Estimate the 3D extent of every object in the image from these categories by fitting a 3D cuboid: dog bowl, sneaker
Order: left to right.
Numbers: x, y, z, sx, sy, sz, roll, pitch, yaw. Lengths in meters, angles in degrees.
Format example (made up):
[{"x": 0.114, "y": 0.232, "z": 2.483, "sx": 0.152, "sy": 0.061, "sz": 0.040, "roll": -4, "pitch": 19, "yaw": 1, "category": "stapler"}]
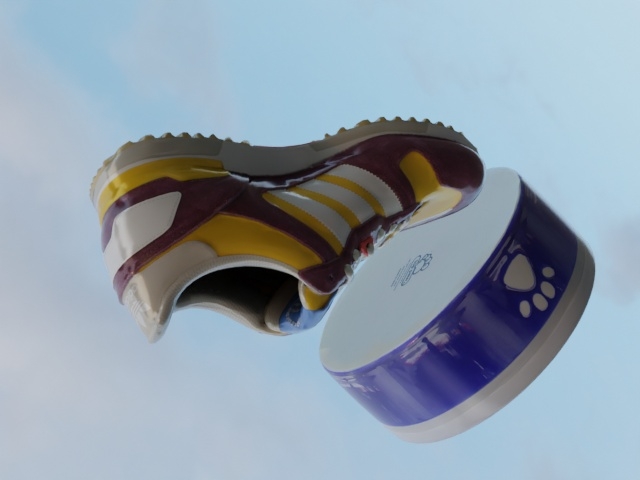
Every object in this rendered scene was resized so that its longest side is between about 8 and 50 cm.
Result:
[{"x": 0.000, "y": 0.000, "z": 0.373, "sx": 0.185, "sy": 0.070, "sz": 0.084, "roll": -8, "pitch": -120, "yaw": -25, "category": "sneaker"}, {"x": 0.124, "y": 0.058, "z": 0.838, "sx": 0.104, "sy": 0.265, "sz": 0.265, "roll": 43, "pitch": -138, "yaw": -14, "category": "dog bowl"}]
